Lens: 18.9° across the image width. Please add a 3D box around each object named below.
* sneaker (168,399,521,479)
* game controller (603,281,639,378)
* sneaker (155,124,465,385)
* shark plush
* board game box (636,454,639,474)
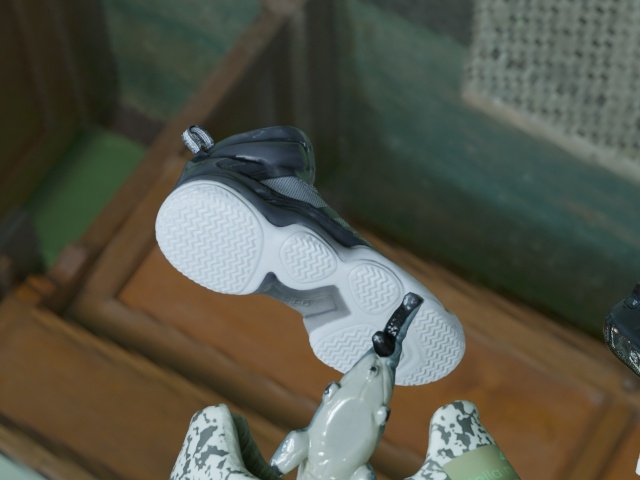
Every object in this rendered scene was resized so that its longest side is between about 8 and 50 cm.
[{"bbox_3d":[0.080,0.168,0.931,0.410,0.182,0.158,8,168,16],"label":"sneaker"},{"bbox_3d":[0.351,0.101,1.479,0.319,0.166,0.067,-133,36,-60],"label":"game controller"},{"bbox_3d":[0.000,0.000,1.487,0.269,0.153,0.101,30,123,-20],"label":"sneaker"},{"bbox_3d":[0.017,0.105,1.262,0.073,0.161,0.067,15,-171,4],"label":"shark plush"},{"bbox_3d":[0.448,0.162,1.764,0.142,0.275,0.144,35,124,46],"label":"board game box"}]
